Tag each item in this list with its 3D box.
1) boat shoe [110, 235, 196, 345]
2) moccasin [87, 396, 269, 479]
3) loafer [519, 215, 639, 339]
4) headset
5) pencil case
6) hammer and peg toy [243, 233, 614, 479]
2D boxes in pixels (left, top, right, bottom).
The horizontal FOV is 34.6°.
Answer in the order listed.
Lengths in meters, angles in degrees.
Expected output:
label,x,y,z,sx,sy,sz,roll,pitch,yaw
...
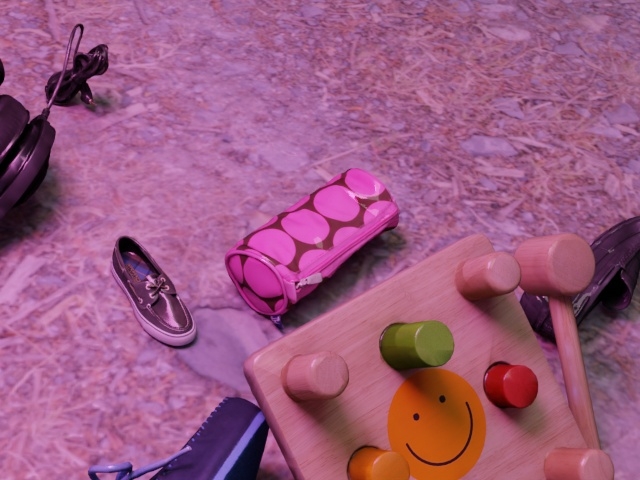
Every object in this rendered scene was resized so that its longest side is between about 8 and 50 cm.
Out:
label,x,y,z,sx,sy,sz,roll,pitch,yaw
boat shoe,-0.174,0.050,1.050,0.049,0.040,0.142,-24,53,-31
moccasin,-0.153,0.241,0.790,0.116,0.138,0.342,20,43,17
loafer,0.314,0.043,1.132,0.223,0.076,0.078,-29,61,-28
headset,-0.386,-0.134,1.104,0.394,0.185,0.243,-35,101,-42
pencil case,0.000,0.000,1.101,0.098,0.095,0.209,1,31,46
hammer and peg toy,0.140,0.138,0.872,0.361,0.127,0.266,-26,92,-27
